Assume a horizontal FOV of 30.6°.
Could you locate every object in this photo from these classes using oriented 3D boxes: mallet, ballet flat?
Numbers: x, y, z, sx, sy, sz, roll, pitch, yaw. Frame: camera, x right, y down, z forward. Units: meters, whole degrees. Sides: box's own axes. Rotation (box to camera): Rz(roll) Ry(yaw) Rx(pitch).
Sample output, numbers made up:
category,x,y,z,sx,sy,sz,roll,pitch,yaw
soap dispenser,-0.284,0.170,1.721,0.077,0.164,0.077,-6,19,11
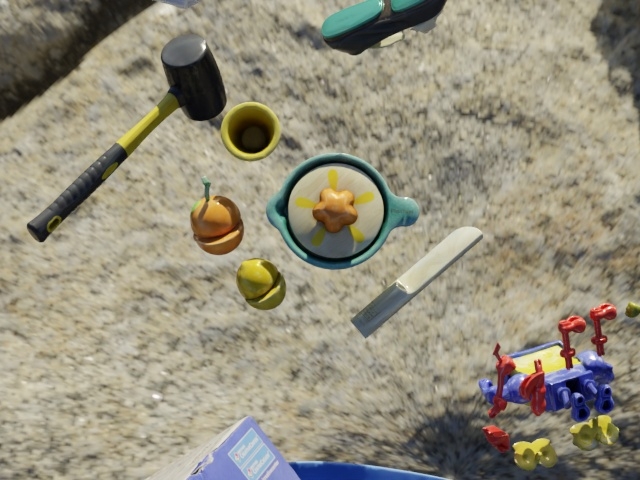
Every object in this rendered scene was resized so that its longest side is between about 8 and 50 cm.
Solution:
category,x,y,z,sx,sy,sz,roll,pitch,yaw
mallet,-0.139,-0.075,0.828,0.039,0.062,0.190,27,55,30
ballet flat,0.096,-0.277,1.428,0.203,0.074,0.074,-20,75,33

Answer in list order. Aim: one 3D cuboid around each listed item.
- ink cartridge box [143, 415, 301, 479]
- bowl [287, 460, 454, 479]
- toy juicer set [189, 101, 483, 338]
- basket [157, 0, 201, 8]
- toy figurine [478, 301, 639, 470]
category,x,y,z,sx,sy,sz,roll,pitch,yaw
ink cartridge box,-0.163,0.312,0.989,0.395,0.270,0.151,-37,91,28
bowl,0.121,0.333,1.327,0.391,0.391,0.077,10,89,8
toy juicer set,0.000,0.000,1.345,0.329,0.089,0.209,29,86,2
basket,-0.137,-0.311,1.155,0.113,0.167,0.103,19,123,15
toy figurine,0.352,0.166,1.665,0.363,0.217,0.191,-16,104,-18
